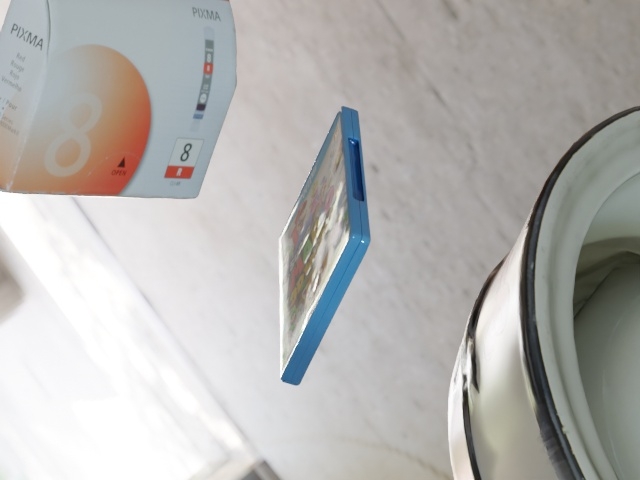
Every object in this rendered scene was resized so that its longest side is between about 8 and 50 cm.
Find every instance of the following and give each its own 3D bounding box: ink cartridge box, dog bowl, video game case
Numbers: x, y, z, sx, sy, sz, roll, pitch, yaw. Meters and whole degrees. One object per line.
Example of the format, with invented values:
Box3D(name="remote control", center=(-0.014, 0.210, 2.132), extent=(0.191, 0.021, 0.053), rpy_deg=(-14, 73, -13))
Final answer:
Box3D(name="ink cartridge box", center=(-0.089, -0.108, 0.800), extent=(0.045, 0.145, 0.179), rpy_deg=(34, 109, 31))
Box3D(name="dog bowl", center=(0.255, 0.123, 0.956), extent=(0.408, 0.408, 0.150), rpy_deg=(50, 138, 7))
Box3D(name="video game case", center=(0.000, 0.000, 1.050), extent=(0.015, 0.166, 0.119), rpy_deg=(18, 120, -13))
